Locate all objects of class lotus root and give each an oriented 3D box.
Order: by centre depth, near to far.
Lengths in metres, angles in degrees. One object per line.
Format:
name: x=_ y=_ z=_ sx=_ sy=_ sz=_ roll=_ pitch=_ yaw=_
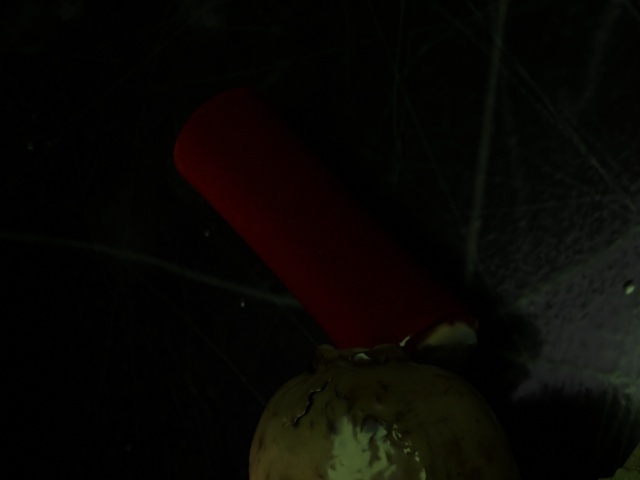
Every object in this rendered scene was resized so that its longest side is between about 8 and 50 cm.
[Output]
lotus root: x=0.043 y=0.193 z=0.857 sx=0.160 sy=0.146 sz=0.284 roll=3 pitch=100 yaw=62

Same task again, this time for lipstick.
lipstick: x=0.000 y=0.000 z=0.979 sx=0.241 sy=0.080 sz=0.080 roll=47 pitch=108 yaw=32

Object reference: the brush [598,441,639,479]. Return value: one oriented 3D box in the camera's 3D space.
brush: x=0.180 y=0.114 z=0.838 sx=0.072 sy=0.067 sz=0.312 roll=13 pitch=87 yaw=38
